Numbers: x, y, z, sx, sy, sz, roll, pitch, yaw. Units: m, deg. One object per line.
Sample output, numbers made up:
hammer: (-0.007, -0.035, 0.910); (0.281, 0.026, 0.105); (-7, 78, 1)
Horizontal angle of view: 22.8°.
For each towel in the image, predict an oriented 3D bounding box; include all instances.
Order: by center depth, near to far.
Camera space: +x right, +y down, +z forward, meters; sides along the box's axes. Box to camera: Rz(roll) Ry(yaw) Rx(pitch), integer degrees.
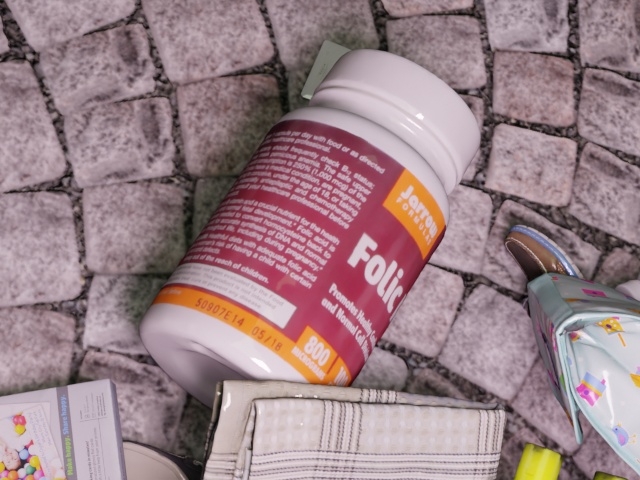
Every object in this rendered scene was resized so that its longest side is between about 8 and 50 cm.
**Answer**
towel: (0.019, 0.297, 1.574); (0.324, 0.056, 0.312); (7, 103, -21)

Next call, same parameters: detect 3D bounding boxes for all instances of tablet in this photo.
tablet: (0.015, -0.196, 1.889); (0.054, 0.006, 0.083); (23, 68, -2)

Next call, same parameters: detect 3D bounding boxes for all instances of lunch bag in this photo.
lunch bag: (0.329, 0.144, 1.678); (0.262, 0.223, 0.160); (38, 100, -7)

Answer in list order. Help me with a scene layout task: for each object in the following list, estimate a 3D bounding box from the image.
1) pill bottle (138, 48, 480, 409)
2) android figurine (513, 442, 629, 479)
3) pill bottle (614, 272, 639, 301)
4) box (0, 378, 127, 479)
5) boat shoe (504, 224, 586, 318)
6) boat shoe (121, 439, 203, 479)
pill bottle: (0.000, 0.000, 1.699); (0.224, 0.224, 0.392); (32, 69, 2)
android figurine: (0.217, 0.350, 1.582); (0.248, 0.056, 0.272); (21, 81, -14)
pill bottle: (0.424, 0.058, 1.830); (0.160, 0.087, 0.087); (-19, 75, -16)
box: (-0.297, 0.229, 1.639); (0.186, 0.038, 0.145); (-9, 72, 3)
boat shoe: (0.268, 0.063, 1.810); (0.066, 0.066, 0.183); (-39, 81, -19)
boat shoe: (-0.132, 0.268, 1.677); (0.206, 0.065, 0.075); (27, 113, 8)
